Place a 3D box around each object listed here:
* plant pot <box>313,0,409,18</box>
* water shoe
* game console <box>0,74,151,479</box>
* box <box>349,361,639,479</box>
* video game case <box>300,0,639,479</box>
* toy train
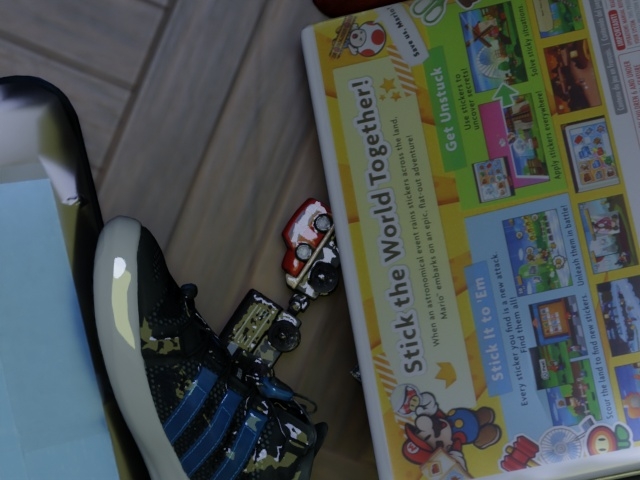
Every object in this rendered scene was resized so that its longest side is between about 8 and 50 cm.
[{"bbox_3d":[0.117,-0.254,0.698,0.267,0.236,0.267,-11,92,-7],"label":"plant pot"},{"bbox_3d":[-0.039,0.077,0.752,0.080,0.073,0.203,-15,108,5],"label":"water shoe"},{"bbox_3d":[-0.198,0.091,0.695,0.173,0.250,0.293,-13,92,19],"label":"game console"},{"bbox_3d":[0.152,0.061,0.749,0.220,0.051,0.175,38,85,22],"label":"box"},{"bbox_3d":[0.109,-0.011,0.735,0.206,0.026,0.227,-13,72,8],"label":"video game case"},{"bbox_3d":[0.000,0.000,0.789,0.036,0.027,0.158,34,86,4],"label":"toy train"}]
